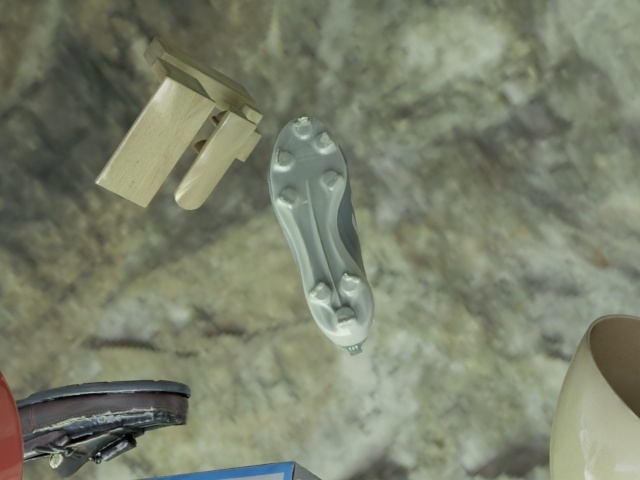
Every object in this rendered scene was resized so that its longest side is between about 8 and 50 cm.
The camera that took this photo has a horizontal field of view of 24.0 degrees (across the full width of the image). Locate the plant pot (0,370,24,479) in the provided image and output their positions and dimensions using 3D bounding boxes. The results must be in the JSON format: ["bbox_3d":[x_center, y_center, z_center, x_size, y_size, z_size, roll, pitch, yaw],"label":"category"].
[{"bbox_3d":[-0.345,0.151,0.975,0.275,0.275,0.243,-14,-179,31],"label":"plant pot"}]

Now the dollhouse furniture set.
[{"bbox_3d":[-0.144,-0.107,1.490,0.123,0.144,0.151,-54,-148,12],"label":"dollhouse furniture set"}]

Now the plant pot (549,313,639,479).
[{"bbox_3d":[0.340,0.236,1.505,0.191,0.284,0.284,-60,-153,23],"label":"plant pot"}]

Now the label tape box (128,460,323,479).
[{"bbox_3d":[-0.054,0.369,1.751,0.240,0.333,0.106,-11,-122,28],"label":"label tape box"}]

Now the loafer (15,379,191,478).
[{"bbox_3d":[-0.269,0.198,1.460,0.302,0.109,0.095,-8,-107,9],"label":"loafer"}]

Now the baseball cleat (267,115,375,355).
[{"bbox_3d":[0.000,0.000,1.295,0.072,0.109,0.206,-10,-110,0],"label":"baseball cleat"}]
